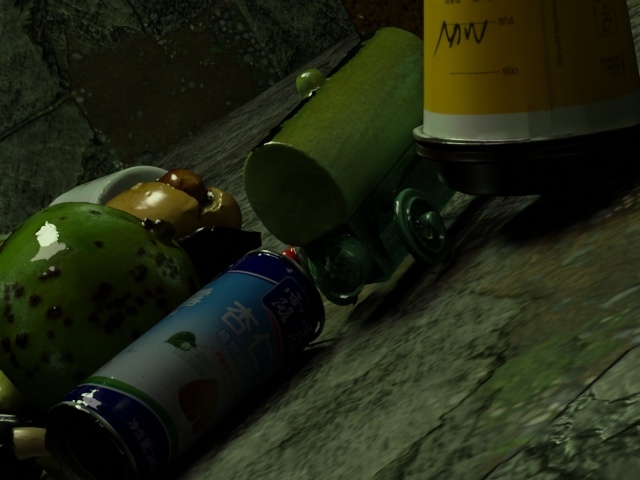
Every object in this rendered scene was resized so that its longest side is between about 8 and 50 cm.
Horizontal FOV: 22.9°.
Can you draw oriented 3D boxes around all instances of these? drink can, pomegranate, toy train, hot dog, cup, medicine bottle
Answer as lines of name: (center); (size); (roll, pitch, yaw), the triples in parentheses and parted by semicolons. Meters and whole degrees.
drink can: (-0.102, 0.103, 1.235); (0.097, 0.097, 0.235); (-19, 15, 49)
pomegranate: (-0.212, 0.085, 1.380); (0.263, 0.211, 0.211); (-48, 7, 10)
toy train: (0.057, -0.074, 1.363); (0.126, 0.189, 0.307); (-16, 20, 34)
hot dog: (-0.213, -0.009, 1.862); (0.326, 0.107, 0.194); (-18, -13, 33)
cup: (0.161, -0.179, 1.255); (0.196, 0.279, 0.196); (-7, 11, 1)
medicine bottle: (-0.279, -0.013, 2.156); (0.152, 0.152, 0.254); (-36, 12, -25)

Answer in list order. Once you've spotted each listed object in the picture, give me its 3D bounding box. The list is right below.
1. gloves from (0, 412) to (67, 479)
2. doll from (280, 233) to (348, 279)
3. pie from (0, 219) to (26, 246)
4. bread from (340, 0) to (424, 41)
gloves: (-0.280, 0.192, 1.301); (0.203, 0.124, 0.164); (-36, 26, 21)
doll: (0.000, 0.000, 1.523); (0.180, 0.079, 0.094); (-41, -19, 26)
pie: (-0.373, 0.146, 1.617); (0.395, 0.180, 0.418); (-28, 18, 17)
bread: (0.092, -0.374, 2.102); (0.165, 0.416, 0.113); (-20, 14, 29)
